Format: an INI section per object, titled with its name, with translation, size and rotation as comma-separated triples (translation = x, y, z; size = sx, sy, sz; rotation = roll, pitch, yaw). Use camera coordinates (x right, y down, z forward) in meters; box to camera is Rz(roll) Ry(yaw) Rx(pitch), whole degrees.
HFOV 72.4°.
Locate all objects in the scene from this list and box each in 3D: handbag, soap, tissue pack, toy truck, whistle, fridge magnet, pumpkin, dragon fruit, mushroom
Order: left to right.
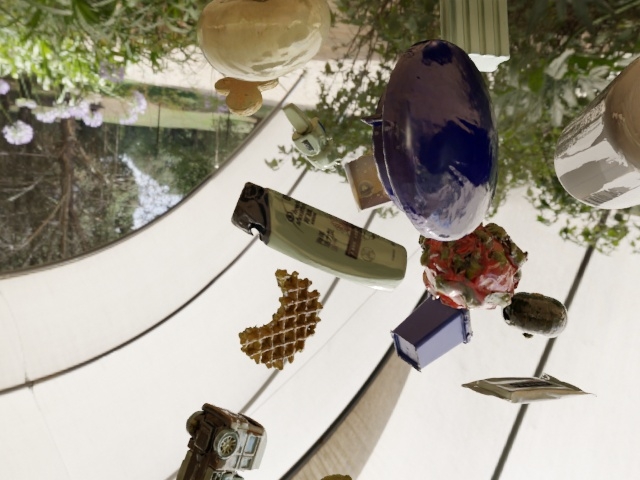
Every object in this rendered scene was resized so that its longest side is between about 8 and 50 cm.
[toy truck]
translation = -0.169, 0.407, 0.704
size = 0.108, 0.257, 0.140
rotation = 3, 159, 46
[mushroom]
translation = -0.104, -0.405, 0.792
size = 0.245, 0.203, 0.246
rotation = -4, -140, 4
[whistle]
translation = -0.023, -0.290, 1.249
size = 0.110, 0.244, 0.092
rotation = -15, -139, 35
[handbag]
translation = 0.139, -0.176, 1.269
size = 0.117, 0.173, 0.095
rotation = -16, 179, -10
[fridge magnet]
translation = 0.164, -0.131, 0.593
size = 0.265, 0.266, 0.112
rotation = -4, -176, -43
[dragon fruit]
translation = 0.392, 0.065, 1.127
size = 0.302, 0.237, 0.231
rotation = 27, 174, -23
[soap]
translation = 0.404, -0.595, 1.159
size = 0.159, 0.266, 0.087
rotation = 0, 174, -10
[tissue pack]
translation = 0.372, 0.268, 0.792
size = 0.192, 0.026, 0.122
rotation = 1, 174, -15
[pumpkin]
translation = 0.577, 0.202, 1.184
size = 0.167, 0.125, 0.167
rotation = -3, -169, 1

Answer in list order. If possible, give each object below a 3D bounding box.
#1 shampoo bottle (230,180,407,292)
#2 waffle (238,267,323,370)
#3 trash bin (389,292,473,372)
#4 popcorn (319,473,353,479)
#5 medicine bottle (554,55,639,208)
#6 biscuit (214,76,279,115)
[shampoo bottle]
translation = 0.000, 0.000, 0.871
size = 0.359, 0.078, 0.134
rotation = 23, -135, -12
[waffle]
translation = -0.108, 0.243, 1.318
size = 0.069, 0.293, 0.260
rotation = 18, 159, 46
[trash bin]
translation = 0.346, 0.275, 1.369
size = 0.234, 0.184, 0.162
rotation = -30, -148, -21
[popcorn]
translation = 0.006, 0.442, 0.547
size = 0.256, 0.255, 0.195
rotation = 13, 149, -35
[medicine bottle]
translation = 0.413, -0.127, 0.581
size = 0.156, 0.157, 0.288
rotation = 11, 180, 14
[biscuit]
translation = -0.172, -0.377, 1.029
size = 0.153, 0.235, 0.030
rotation = -8, 147, 7
